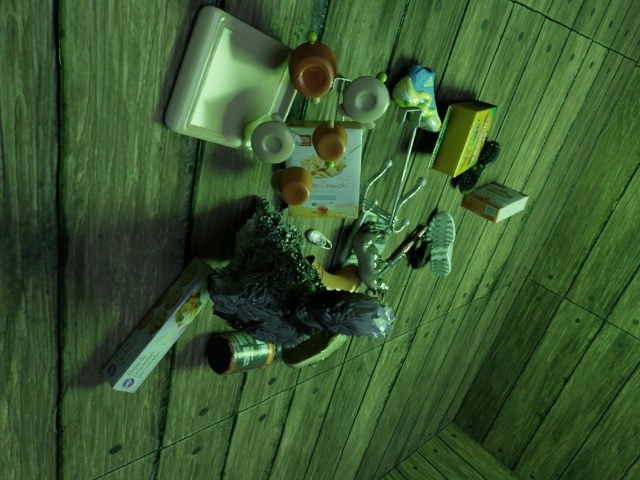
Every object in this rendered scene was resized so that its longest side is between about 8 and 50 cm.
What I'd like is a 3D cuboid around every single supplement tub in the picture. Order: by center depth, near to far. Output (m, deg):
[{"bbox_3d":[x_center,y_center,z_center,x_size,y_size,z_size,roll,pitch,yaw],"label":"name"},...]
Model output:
[{"bbox_3d":[-0.197,0.298,1.244,0.198,0.106,0.106,9,111,-51],"label":"supplement tub"}]

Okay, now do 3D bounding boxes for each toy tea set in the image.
[{"bbox_3d":[-0.023,-0.233,0.933,0.200,0.124,0.336,29,118,-19],"label":"toy tea set"}]

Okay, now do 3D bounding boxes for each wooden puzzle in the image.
[{"bbox_3d":[-0.157,-0.289,0.881,0.239,0.044,0.221,8,112,-46],"label":"wooden puzzle"}]

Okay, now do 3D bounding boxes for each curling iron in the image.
[{"bbox_3d":[0.300,0.044,1.656,0.274,0.035,0.068,-43,143,-15],"label":"curling iron"}]

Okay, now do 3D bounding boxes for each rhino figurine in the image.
[{"bbox_3d":[0.155,0.073,1.388,0.106,0.073,0.243,-21,104,-32],"label":"rhino figurine"}]

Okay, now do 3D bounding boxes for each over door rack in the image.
[{"bbox_3d":[0.133,-0.207,1.097,0.108,0.239,0.324,-29,137,-29],"label":"over door rack"}]

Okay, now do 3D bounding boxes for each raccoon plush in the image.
[{"bbox_3d":[-0.021,0.059,0.977,0.299,0.447,0.216,-66,150,-32],"label":"raccoon plush"}]

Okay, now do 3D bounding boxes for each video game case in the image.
[{"bbox_3d":[0.154,-0.007,1.467,0.190,0.022,0.173,8,112,-50],"label":"video game case"}]

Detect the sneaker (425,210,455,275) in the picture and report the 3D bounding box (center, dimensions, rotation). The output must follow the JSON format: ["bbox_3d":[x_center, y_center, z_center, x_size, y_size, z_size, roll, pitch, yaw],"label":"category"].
[{"bbox_3d":[0.457,-0.002,1.773,0.115,0.105,0.281,-67,157,-49],"label":"sneaker"}]

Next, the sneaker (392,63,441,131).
[{"bbox_3d":[0.288,-0.388,1.255,0.240,0.091,0.126,22,96,-56],"label":"sneaker"}]

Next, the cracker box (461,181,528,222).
[{"bbox_3d":[0.693,-0.156,1.836,0.232,0.156,0.067,-20,131,-39],"label":"cracker box"}]

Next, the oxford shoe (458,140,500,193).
[{"bbox_3d":[0.575,-0.267,1.697,0.227,0.083,0.096,-52,162,-3],"label":"oxford shoe"}]

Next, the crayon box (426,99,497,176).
[{"bbox_3d":[0.438,-0.315,1.421,0.318,0.081,0.202,-30,140,-53],"label":"crayon box"}]

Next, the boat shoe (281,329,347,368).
[{"bbox_3d":[-0.003,0.344,1.498,0.285,0.105,0.089,-22,130,-37],"label":"boat shoe"}]

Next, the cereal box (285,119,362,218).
[{"bbox_3d":[0.006,-0.160,1.072,0.173,0.047,0.240,1,130,4],"label":"cereal box"}]

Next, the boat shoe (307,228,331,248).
[{"bbox_3d":[0.000,0.000,1.286,0.035,0.035,0.100,-54,144,-1],"label":"boat shoe"}]

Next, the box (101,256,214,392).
[{"bbox_3d":[-0.344,0.185,1.023,0.324,0.067,0.063,-51,143,-4],"label":"box"}]

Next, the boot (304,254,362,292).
[{"bbox_3d":[-0.002,0.108,1.332,0.283,0.109,0.220,-33,135,-16],"label":"boot"}]

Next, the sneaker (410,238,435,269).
[{"bbox_3d":[0.362,0.053,1.689,0.089,0.051,0.170,-25,152,-46],"label":"sneaker"}]
